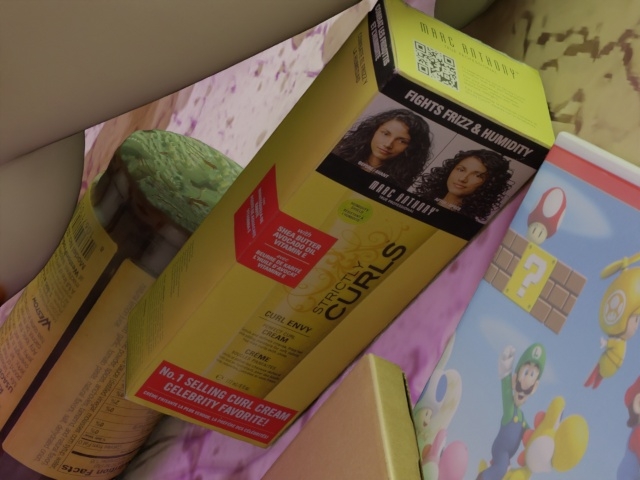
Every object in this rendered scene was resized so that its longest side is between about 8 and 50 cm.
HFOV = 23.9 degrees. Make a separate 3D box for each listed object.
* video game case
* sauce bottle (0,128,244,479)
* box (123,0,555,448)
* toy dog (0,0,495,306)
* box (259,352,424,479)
[{"bbox_3d":[0.067,0.115,0.513,0.285,0.025,0.204,-63,23,7],"label":"video game case"},{"bbox_3d":[-0.151,0.091,0.888,0.344,0.111,0.111,-52,27,27],"label":"sauce bottle"},{"bbox_3d":[0.000,0.000,0.686,0.232,0.087,0.058,-47,30,35],"label":"box"},{"bbox_3d":[-0.147,-0.134,0.676,0.408,0.395,0.284,-46,49,25],"label":"toy dog"},{"bbox_3d":[-0.007,0.166,0.566,0.164,0.021,0.201,-52,28,31],"label":"box"}]
